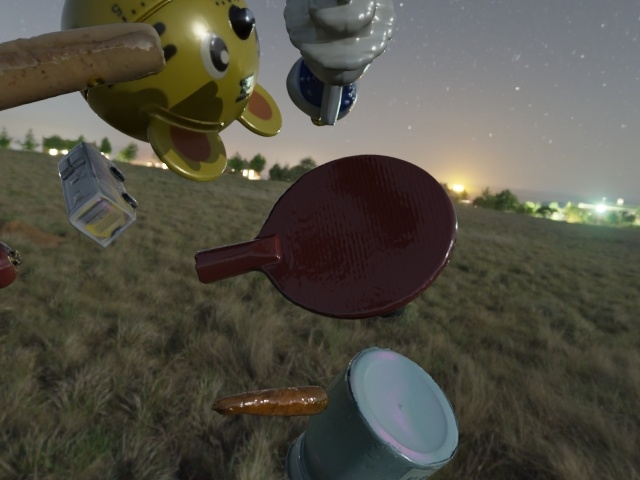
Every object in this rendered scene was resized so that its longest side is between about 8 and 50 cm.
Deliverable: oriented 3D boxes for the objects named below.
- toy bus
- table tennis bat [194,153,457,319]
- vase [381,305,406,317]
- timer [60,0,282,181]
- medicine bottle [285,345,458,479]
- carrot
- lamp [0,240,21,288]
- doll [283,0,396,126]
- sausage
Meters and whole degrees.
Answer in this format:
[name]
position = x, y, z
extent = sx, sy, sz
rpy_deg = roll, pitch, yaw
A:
[toy bus]
position = -0.414, -0.091, 0.837
extent = 0.268, 0.092, 0.106
rpy_deg = 46, -2, 46
[table tennis bat]
position = 0.000, 0.000, 0.712
extent = 0.416, 0.267, 0.051
rpy_deg = -13, -23, 10
[vase]
position = 0.135, 0.113, 1.131
extent = 0.116, 0.115, 0.237
rpy_deg = 10, -16, 30
[timer]
position = -0.248, -0.313, 0.834
extent = 0.387, 0.376, 0.376
rpy_deg = 49, 7, -9
[medicine bottle]
position = 0.082, 0.389, 0.890
extent = 0.245, 0.289, 0.244
rpy_deg = 26, 30, -17
[carrot]
position = -0.066, 0.239, 0.667
extent = 0.191, 0.047, 0.047
rpy_deg = 11, 2, -39
[lamp]
position = -0.642, 0.047, 0.896
extent = 0.090, 0.101, 0.101
rpy_deg = -19, 16, -19
[doll]
position = 0.015, -0.225, 0.562
extent = 0.119, 0.138, 0.293
rpy_deg = 5, -7, -2
[sausage]
position = -0.304, -0.158, 0.446
extent = 0.302, 0.065, 0.066
rpy_deg = -23, 17, -17
